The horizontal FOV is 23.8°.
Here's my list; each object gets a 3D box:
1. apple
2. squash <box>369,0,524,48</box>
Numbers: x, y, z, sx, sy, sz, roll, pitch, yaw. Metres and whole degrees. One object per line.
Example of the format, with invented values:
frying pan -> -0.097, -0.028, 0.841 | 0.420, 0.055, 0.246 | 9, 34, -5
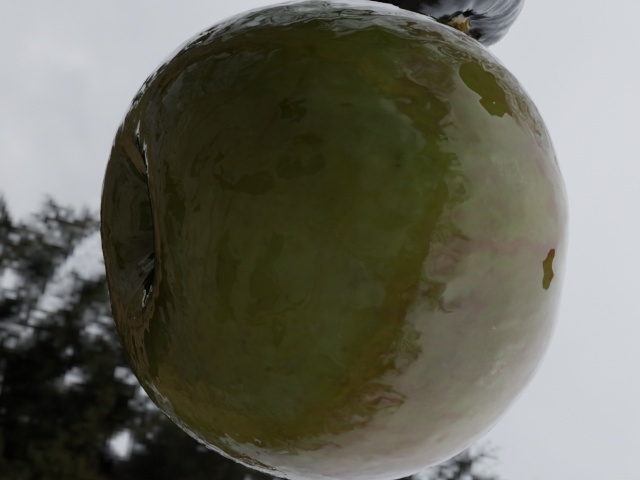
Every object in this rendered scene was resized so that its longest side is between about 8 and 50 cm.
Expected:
apple -> 0.000, 0.000, 0.752 | 0.261, 0.194, 0.261 | 179, -90, -67
squash -> 0.104, -0.236, 1.372 | 0.193, 0.193, 0.156 | -57, -133, 25
